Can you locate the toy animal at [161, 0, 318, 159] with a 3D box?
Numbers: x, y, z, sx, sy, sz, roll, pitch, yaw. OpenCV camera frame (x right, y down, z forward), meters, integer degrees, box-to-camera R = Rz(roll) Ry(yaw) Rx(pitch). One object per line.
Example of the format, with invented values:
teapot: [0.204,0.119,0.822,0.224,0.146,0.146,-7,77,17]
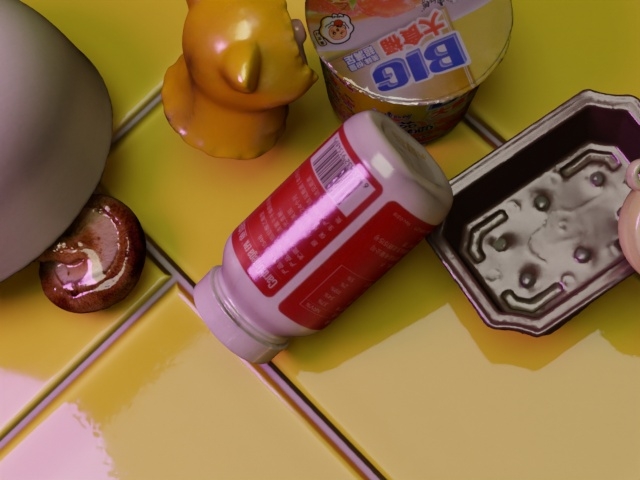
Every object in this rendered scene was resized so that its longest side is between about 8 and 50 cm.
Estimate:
toy animal: [-0.088,-0.164,1.243,0.156,0.230,0.156,3,63,-7]

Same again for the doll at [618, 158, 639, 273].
doll: [0.359,0.046,1.119,0.141,0.117,0.296,-41,113,-2]

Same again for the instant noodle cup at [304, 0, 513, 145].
instant noodle cup: [0.087,-0.196,1.259,0.205,0.153,0.205,-1,70,1]

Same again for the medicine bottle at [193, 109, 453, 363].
medicine bottle: [0.000,0.000,1.195,0.250,0.131,0.131,-43,70,19]

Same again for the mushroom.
mushroom: [-0.234,0.013,1.282,0.127,0.087,0.127,-4,74,13]

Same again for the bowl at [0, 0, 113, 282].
bowl: [-0.405,-0.130,1.260,0.353,0.185,0.354,-8,56,13]

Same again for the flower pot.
flower pot: [0.237,-0.019,1.226,0.251,0.084,0.179,-34,71,-2]
